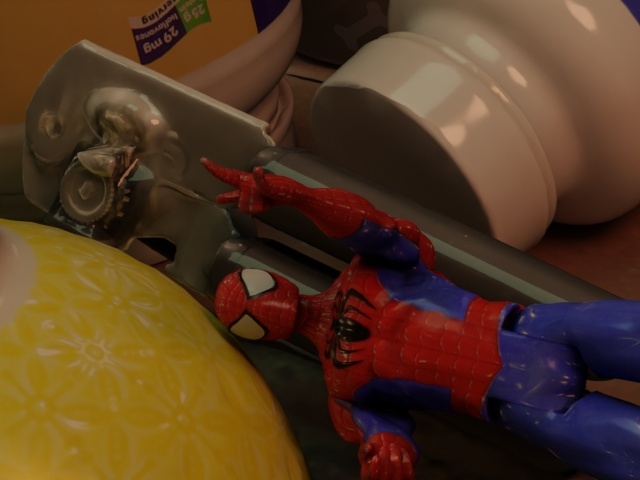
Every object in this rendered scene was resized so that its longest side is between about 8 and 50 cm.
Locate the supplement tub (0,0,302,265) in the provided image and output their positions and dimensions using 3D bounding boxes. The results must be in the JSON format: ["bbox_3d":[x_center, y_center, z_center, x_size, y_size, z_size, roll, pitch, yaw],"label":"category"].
[{"bbox_3d":[-0.142,-0.170,0.855,0.241,0.331,0.241,-10,28,6],"label":"supplement tub"}]

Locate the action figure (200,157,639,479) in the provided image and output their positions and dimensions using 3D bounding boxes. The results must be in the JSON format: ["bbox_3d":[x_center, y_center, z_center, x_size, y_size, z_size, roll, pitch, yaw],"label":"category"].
[{"bbox_3d":[0.064,0.041,0.538,0.280,0.091,0.139,11,0,33],"label":"action figure"}]

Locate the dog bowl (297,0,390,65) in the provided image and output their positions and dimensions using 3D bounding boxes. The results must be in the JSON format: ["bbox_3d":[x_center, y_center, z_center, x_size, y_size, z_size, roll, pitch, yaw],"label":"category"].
[{"bbox_3d":[0.104,-0.212,1.075,0.349,0.102,0.348,-9,28,5],"label":"dog bowl"}]

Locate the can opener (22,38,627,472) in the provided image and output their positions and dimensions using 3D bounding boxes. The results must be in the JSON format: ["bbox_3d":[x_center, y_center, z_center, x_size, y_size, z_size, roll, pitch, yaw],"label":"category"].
[{"bbox_3d":[0.000,0.000,0.703,0.283,0.076,0.095,26,12,23],"label":"can opener"}]

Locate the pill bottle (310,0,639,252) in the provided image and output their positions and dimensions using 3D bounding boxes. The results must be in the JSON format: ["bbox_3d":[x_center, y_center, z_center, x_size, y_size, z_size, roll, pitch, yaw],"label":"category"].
[{"bbox_3d":[0.128,-0.103,0.794,0.272,0.152,0.152,-41,38,-22],"label":"pill bottle"}]

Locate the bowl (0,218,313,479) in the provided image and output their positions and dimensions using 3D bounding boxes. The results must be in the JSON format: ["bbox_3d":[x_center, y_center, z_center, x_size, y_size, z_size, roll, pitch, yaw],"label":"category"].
[{"bbox_3d":[-0.152,0.068,0.613,0.290,0.156,0.289,-9,28,5],"label":"bowl"}]
